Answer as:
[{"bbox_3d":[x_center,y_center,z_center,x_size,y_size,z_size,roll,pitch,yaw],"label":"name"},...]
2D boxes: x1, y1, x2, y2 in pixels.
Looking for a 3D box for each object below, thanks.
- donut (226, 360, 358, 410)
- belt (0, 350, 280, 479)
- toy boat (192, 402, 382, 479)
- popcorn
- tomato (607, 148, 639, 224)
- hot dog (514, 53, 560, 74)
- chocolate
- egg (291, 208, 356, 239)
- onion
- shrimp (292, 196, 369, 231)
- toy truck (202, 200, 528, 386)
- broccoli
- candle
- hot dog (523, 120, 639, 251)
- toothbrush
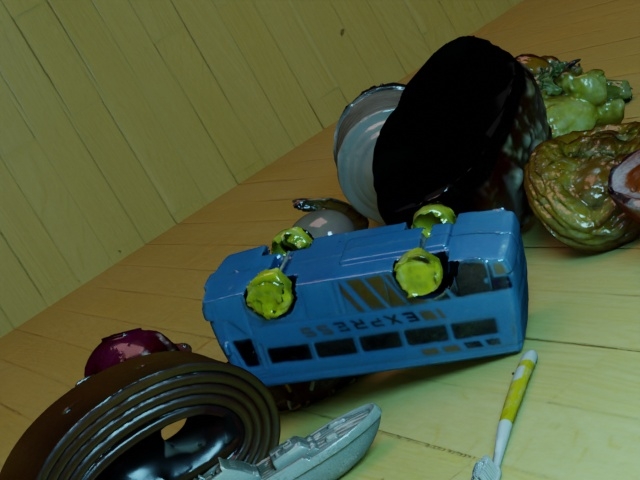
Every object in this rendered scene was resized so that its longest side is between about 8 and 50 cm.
[{"bbox_3d":[-0.012,0.148,1.902,0.235,0.089,0.235,-28,13,7],"label":"donut"},{"bbox_3d":[-0.213,0.261,1.629,0.339,0.217,0.122,-31,18,-25],"label":"belt"},{"bbox_3d":[-0.045,0.253,1.570,0.261,0.085,0.078,-30,12,-3],"label":"toy boat"},{"bbox_3d":[0.378,-0.183,2.241,0.195,0.173,0.168,-40,-9,-6],"label":"popcorn"},{"bbox_3d":[0.457,-0.065,1.639,0.228,0.112,0.199,-31,20,-8],"label":"tomato"},{"bbox_3d":[0.328,-0.253,2.671,0.337,0.100,0.135,-29,-20,38],"label":"hot dog"},{"bbox_3d":[0.224,-0.110,2.047,0.225,0.210,0.340,-6,49,38],"label":"chocolate"},{"bbox_3d":[0.000,0.000,2.432,0.135,0.103,0.103,-22,14,36],"label":"egg"},{"bbox_3d":[-0.281,0.192,2.235,0.173,0.135,0.198,-17,15,35],"label":"onion"},{"bbox_3d":[-0.016,-0.022,2.510,0.195,0.148,0.035,-28,48,30],"label":"shrimp"},{"bbox_3d":[0.055,0.068,1.696,0.385,0.162,0.161,-9,24,16],"label":"toy truck"},{"bbox_3d":[0.451,-0.260,2.480,0.204,0.118,0.122,0,8,40],"label":"broccoli"},{"bbox_3d":[0.129,-0.146,2.465,0.221,0.221,0.342,-28,14,10],"label":"candle"},{"bbox_3d":[0.370,-0.080,1.874,0.196,0.122,0.272,-12,16,19],"label":"hot dog"},{"bbox_3d":[0.193,0.179,1.463,0.021,0.024,0.288,-26,13,26],"label":"toothbrush"}]
